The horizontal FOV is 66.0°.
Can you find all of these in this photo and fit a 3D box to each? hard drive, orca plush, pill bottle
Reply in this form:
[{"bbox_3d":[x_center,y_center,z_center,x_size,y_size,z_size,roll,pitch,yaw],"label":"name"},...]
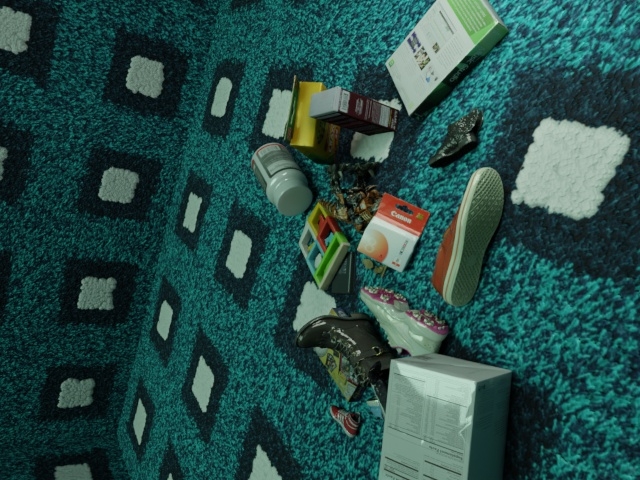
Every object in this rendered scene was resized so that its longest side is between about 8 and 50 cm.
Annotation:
[{"bbox_3d":[0.073,0.105,1.576,0.094,0.022,0.135,-5,78,54],"label":"hard drive"},{"bbox_3d":[0.208,0.430,1.219,0.151,0.102,0.287,127,120,-83],"label":"orca plush"},{"bbox_3d":[-0.143,-0.226,1.829,0.161,0.161,0.283,-59,41,28],"label":"pill bottle"}]

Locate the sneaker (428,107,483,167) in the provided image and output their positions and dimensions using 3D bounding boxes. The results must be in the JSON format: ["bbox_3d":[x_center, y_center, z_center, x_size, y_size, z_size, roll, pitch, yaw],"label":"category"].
[{"bbox_3d":[0.344,-0.260,1.263,0.170,0.051,0.089,-29,60,42],"label":"sneaker"}]

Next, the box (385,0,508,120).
[{"bbox_3d":[0.327,-0.521,1.339,0.322,0.058,0.232,-45,49,41],"label":"box"}]

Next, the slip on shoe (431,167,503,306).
[{"bbox_3d":[0.338,-0.012,1.163,0.101,0.123,0.331,33,114,56],"label":"slip on shoe"}]

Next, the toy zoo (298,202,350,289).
[{"bbox_3d":[0.000,0.000,1.669,0.192,0.030,0.293,-63,33,29],"label":"toy zoo"}]

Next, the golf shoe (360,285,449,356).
[{"bbox_3d":[0.196,0.220,1.308,0.306,0.115,0.140,32,112,53],"label":"golf shoe"}]

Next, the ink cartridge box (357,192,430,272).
[{"bbox_3d":[0.200,-0.021,1.355,0.145,0.045,0.179,27,111,19],"label":"ink cartridge box"}]

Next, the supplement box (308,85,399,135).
[{"bbox_3d":[0.101,-0.377,1.457,0.130,0.239,0.073,6,88,54],"label":"supplement box"}]

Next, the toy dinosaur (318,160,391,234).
[{"bbox_3d":[0.092,-0.126,1.507,0.322,0.164,0.218,-1,98,33],"label":"toy dinosaur"}]

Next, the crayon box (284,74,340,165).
[{"bbox_3d":[-0.014,-0.371,1.572,0.081,0.318,0.202,9,90,17],"label":"crayon box"}]

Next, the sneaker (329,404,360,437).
[{"bbox_3d":[0.076,0.518,1.463,0.118,0.042,0.067,42,120,41],"label":"sneaker"}]

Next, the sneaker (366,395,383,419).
[{"bbox_3d":[0.196,0.450,1.314,0.162,0.063,0.073,-25,82,52],"label":"sneaker"}]

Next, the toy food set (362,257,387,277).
[{"bbox_3d":[0.170,0.060,1.458,0.122,0.019,0.078,46,119,57],"label":"toy food set"}]

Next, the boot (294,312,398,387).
[{"bbox_3d":[0.081,0.304,1.341,0.229,0.263,0.091,-121,26,-50],"label":"boot"}]

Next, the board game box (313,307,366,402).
[{"bbox_3d":[0.074,0.344,1.504,0.243,0.042,0.165,49,122,47],"label":"board game box"}]

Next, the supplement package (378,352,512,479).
[{"bbox_3d":[0.269,0.397,1.054,0.198,0.199,0.262,4,87,41],"label":"supplement package"}]
